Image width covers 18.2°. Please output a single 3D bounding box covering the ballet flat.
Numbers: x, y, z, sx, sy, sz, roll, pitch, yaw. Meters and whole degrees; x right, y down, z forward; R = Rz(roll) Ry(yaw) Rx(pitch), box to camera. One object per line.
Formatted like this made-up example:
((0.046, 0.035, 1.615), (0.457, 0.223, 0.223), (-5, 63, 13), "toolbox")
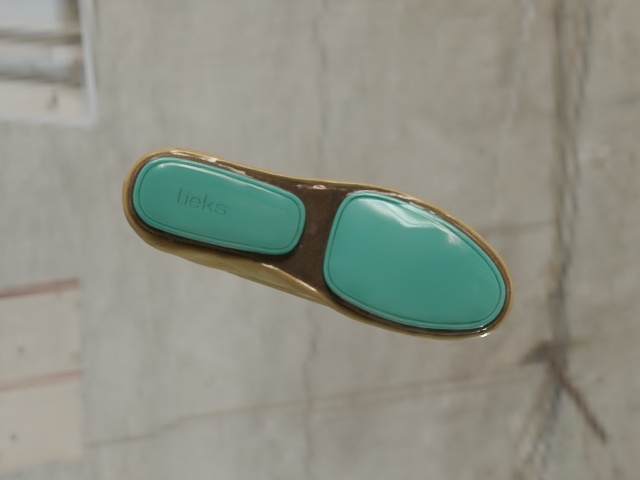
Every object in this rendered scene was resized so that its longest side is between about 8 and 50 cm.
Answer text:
((0.000, 0.000, 1.152), (0.073, 0.232, 0.080), (83, 28, -80), "ballet flat")
